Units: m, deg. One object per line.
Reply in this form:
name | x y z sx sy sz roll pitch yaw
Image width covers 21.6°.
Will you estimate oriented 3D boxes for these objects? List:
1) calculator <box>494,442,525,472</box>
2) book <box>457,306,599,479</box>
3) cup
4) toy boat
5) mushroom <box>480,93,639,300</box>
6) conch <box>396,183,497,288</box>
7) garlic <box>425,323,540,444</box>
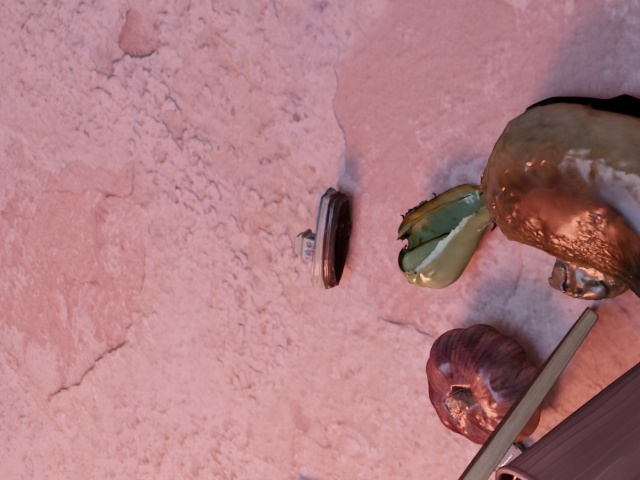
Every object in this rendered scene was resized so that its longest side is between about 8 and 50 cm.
calculator | 0.269 0.312 2.041 0.172 0.018 0.057 49 131 19
book | 0.218 0.190 1.847 0.025 0.215 0.282 35 95 8
cup | 0.352 0.269 1.768 0.208 0.273 0.288 39 162 47
toy boat | 0.000 0.000 2.151 0.066 0.059 0.140 14 114 24
mushroom | 0.314 -0.029 1.821 0.344 0.130 0.247 36 120 28
conch | 0.151 -0.016 2.012 0.106 0.079 0.170 47 114 13
garlic | 0.192 0.175 2.010 0.159 0.102 0.147 43 126 23
